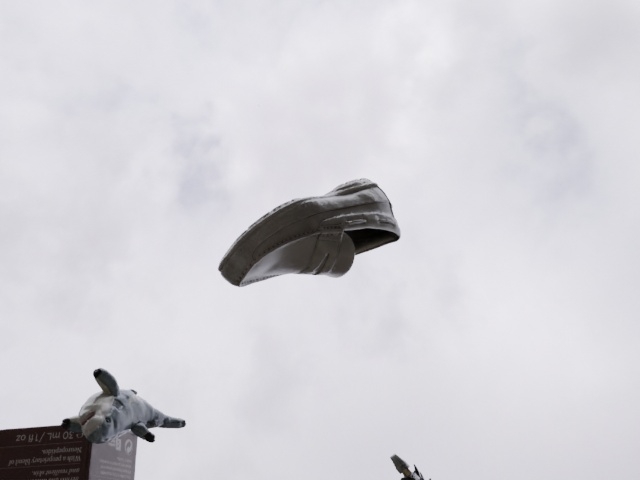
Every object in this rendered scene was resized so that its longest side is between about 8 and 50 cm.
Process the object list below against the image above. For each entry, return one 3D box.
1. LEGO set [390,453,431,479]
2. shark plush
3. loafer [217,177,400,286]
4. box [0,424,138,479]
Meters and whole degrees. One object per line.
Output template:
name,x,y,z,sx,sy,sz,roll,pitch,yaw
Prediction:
LEGO set,0.054,0.144,0.380,0.023,0.083,0.054,-17,-68,8
shark plush,-0.206,0.200,0.771,0.067,0.161,0.073,33,-101,32
loafer,0.000,0.000,0.982,0.111,0.319,0.112,52,-44,13
box,-0.373,0.447,0.965,0.191,0.143,0.381,-8,-113,13
